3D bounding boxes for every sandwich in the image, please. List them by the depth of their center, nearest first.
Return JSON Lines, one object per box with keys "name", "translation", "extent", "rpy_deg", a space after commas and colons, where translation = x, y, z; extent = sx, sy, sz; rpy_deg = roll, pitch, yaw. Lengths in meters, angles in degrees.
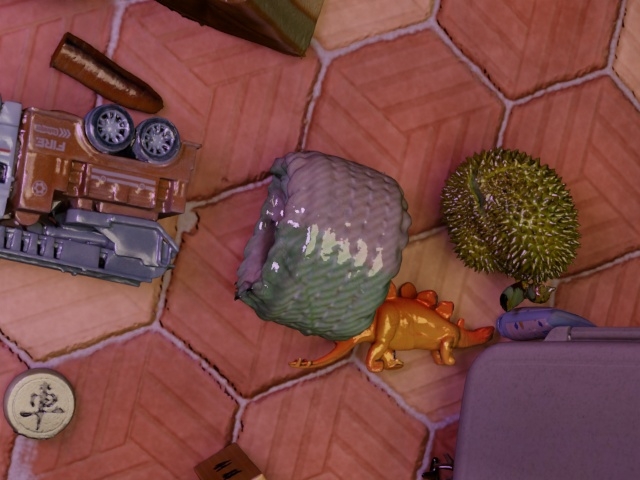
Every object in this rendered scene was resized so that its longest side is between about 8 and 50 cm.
{"name": "sandwich", "translation": [-0.074, -0.314, 1.373], "extent": [0.227, 0.198, 0.155], "rpy_deg": [21, 88, -17]}

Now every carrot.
{"name": "carrot", "translation": [-0.244, -0.184, 1.414], "extent": [0.139, 0.048, 0.048], "rpy_deg": [32, 85, -18]}

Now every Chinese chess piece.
{"name": "Chinese chess piece", "translation": [-0.326, 0.190, 1.426], "extent": [0.084, 0.034, 0.084], "rpy_deg": [-1, 94, -17]}

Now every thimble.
{"name": "thimble", "translation": [0.000, 0.000, 1.417], "extent": [0.150, 0.219, 0.219], "rpy_deg": [20, 89, -15]}

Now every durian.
{"name": "durian", "translation": [0.243, -0.030, 1.510], "extent": [0.198, 0.159, 0.146], "rpy_deg": [43, 52, 2]}

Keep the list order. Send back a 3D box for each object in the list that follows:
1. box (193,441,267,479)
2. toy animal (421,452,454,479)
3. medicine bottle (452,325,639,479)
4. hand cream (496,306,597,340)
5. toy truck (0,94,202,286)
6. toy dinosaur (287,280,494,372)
{"name": "box", "translation": [-0.057, 0.370, 1.462], "extent": [0.070, 0.152, 0.237], "rpy_deg": [-33, 102, -12]}
{"name": "toy animal", "translation": [0.267, 0.372, 1.596], "extent": [0.260, 0.087, 0.243], "rpy_deg": [-13, 97, -18]}
{"name": "medicine bottle", "translation": [0.327, 0.240, 1.392], "extent": [0.123, 0.375, 0.282], "rpy_deg": [20, 73, -44]}
{"name": "hand cream", "translation": [0.272, 0.102, 1.528], "extent": [0.065, 0.171, 0.043], "rpy_deg": [15, 78, -18]}
{"name": "toy truck", "translation": [-0.311, -0.061, 1.317], "extent": [0.338, 0.133, 0.184], "rpy_deg": [10, 80, -29]}
{"name": "toy dinosaur", "translation": [0.090, 0.104, 1.530], "extent": [0.288, 0.070, 0.117], "rpy_deg": [-1, 84, -21]}
